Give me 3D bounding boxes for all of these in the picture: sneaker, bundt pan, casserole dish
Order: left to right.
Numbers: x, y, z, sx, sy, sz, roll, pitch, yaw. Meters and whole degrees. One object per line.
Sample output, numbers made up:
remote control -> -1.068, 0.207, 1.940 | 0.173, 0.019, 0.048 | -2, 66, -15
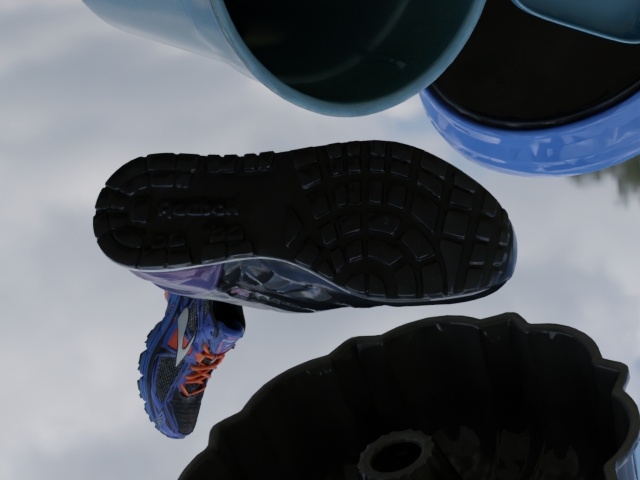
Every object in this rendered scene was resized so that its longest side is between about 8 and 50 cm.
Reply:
sneaker -> -0.125, 0.101, 1.739 | 0.087, 0.221, 0.083 | 16, -171, 30
sneaker -> 0.000, 0.000, 1.140 | 0.283, 0.107, 0.124 | 6, 161, 20
bundt pan -> 0.068, 0.192, 1.150 | 0.331, 0.124, 0.331 | -16, -153, 8
casserole dish -> 0.255, -0.257, 1.645 | 0.188, 0.114, 0.037 | 14, 173, -20

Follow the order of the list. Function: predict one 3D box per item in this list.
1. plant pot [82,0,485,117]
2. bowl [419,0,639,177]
plant pot -> -0.067, -0.306, 1.607 | 0.341, 0.341, 0.334 | -22, -156, -34
bowl -> 0.278, -0.255, 1.908 | 0.391, 0.077, 0.391 | -15, -126, 22
